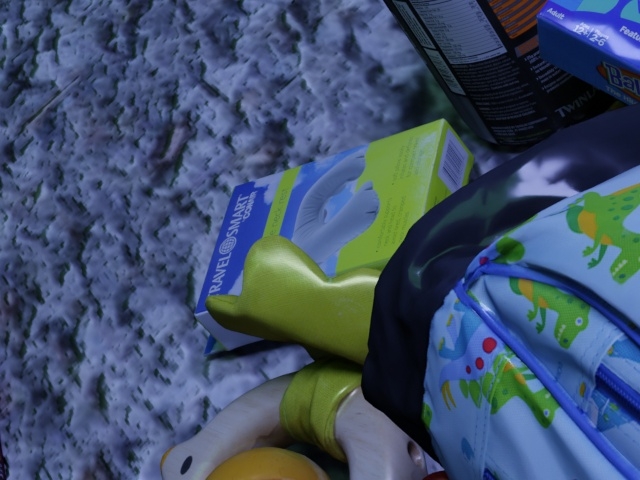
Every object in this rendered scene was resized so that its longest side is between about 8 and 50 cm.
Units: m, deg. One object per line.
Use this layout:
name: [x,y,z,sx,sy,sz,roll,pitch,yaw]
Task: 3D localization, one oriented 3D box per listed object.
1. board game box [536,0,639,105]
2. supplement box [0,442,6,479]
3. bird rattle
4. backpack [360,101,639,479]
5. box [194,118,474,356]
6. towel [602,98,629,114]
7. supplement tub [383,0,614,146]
board game box: [0.240,-0.148,0.820,0.160,0.047,0.210,32,74,23]
supplement box: [-0.276,0.108,1.007,0.104,0.081,0.188,-32,40,8]
bird rattle: [0.005,0.139,0.767,0.207,0.143,0.254,-34,51,25]
backpack: [0.216,0.079,0.539,0.290,0.273,0.355,-15,51,-17]
box: [0.000,0.000,0.915,0.178,0.042,0.109,-17,41,33]
towel: [0.163,-0.025,0.843,0.237,0.021,0.102,-47,39,-9]
supplement tub: [0.094,-0.153,0.884,0.117,0.190,0.117,-21,42,20]
